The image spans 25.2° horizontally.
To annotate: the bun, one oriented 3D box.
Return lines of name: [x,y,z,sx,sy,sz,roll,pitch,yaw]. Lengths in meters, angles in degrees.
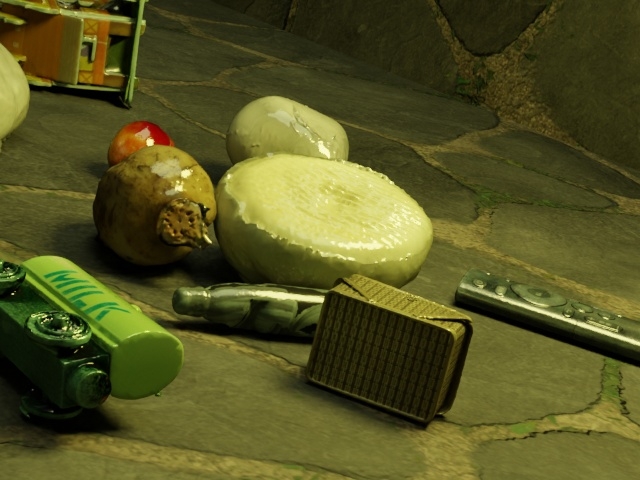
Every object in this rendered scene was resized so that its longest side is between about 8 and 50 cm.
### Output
bun: [0.000,0.000,1.840,0.287,0.146,0.287,9,30,-5]

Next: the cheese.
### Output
cheese: [-0.056,-0.145,2.277,0.189,0.154,0.198,32,11,-3]

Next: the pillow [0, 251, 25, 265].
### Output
pillow: [-0.328,0.049,1.512,0.241,0.051,0.093,23,22,-1]

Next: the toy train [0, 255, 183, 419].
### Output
toy train: [-0.240,0.083,1.365,0.157,0.105,0.253,-9,24,-36]

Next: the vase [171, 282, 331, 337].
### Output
vase: [-0.071,0.077,1.649,0.211,0.059,0.060,8,17,-27]

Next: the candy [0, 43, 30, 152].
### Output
candy: [-0.620,-0.255,2.124,0.386,0.186,0.427,15,19,-13]

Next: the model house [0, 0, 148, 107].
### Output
model house: [-0.502,-0.418,2.708,0.313,0.242,0.357,7,18,-16]

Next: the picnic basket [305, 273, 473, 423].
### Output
picnic basket: [0.073,0.115,1.542,0.164,0.115,0.079,19,18,15]

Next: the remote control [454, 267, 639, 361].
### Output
remote control: [0.372,0.116,1.956,0.378,0.044,0.107,19,12,13]

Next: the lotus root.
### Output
lotus root: [-0.215,-0.043,1.797,0.140,0.154,0.257,44,-12,-19]

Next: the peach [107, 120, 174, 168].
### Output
peach: [-0.273,-0.130,2.154,0.101,0.100,0.100,14,15,-4]
